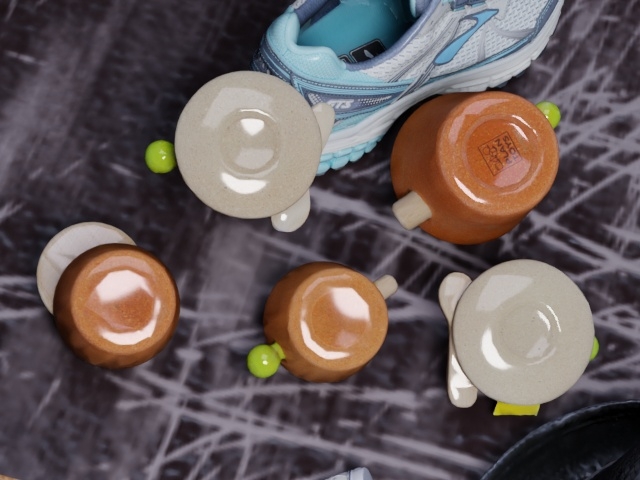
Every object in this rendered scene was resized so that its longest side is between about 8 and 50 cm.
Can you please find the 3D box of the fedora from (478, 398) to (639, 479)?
[{"bbox_3d":[0.211,0.205,1.017,0.334,0.152,0.334,4,55,-5],"label":"fedora"}]

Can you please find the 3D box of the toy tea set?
[{"bbox_3d":[0.000,0.000,1.174,0.336,0.124,0.200,4,85,-10],"label":"toy tea set"}]

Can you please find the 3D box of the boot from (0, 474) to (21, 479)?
[{"bbox_3d":[-0.119,0.166,0.954,0.284,0.220,0.109,-5,57,-11],"label":"boot"}]

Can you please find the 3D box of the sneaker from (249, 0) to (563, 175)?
[{"bbox_3d":[0.069,-0.150,1.256,0.110,0.122,0.283,42,60,19],"label":"sneaker"}]

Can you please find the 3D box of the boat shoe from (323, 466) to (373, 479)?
[{"bbox_3d":[0.015,0.175,1.085,0.035,0.035,0.100,-15,59,14],"label":"boat shoe"}]
